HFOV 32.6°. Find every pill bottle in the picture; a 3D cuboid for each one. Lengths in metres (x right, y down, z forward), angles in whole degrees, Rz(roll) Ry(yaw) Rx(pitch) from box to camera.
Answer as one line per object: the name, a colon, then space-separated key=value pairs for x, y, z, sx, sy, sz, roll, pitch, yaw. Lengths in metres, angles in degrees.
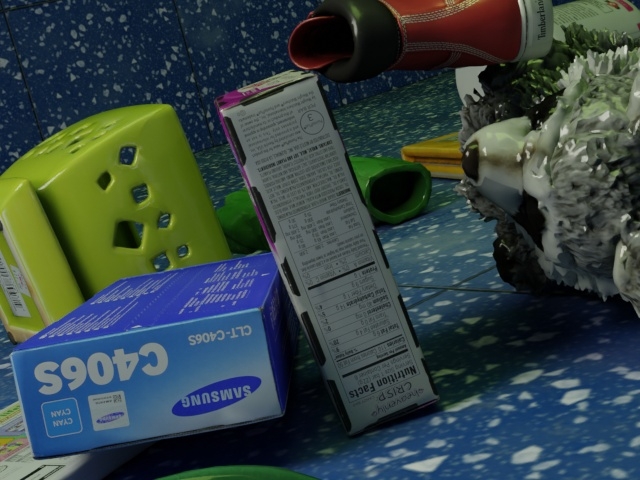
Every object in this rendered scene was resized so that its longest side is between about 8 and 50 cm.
pill bottle: x=0.349 y=-0.268 z=1.643 sx=0.283 sy=0.160 sz=0.160 roll=-19 pitch=11 yaw=-33

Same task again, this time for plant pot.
plant pot: x=-0.251 y=-0.001 z=1.177 sx=0.207 sy=0.228 sz=0.227 roll=-30 pitch=18 yaw=-31

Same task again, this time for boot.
boot: x=0.051 y=-0.167 z=0.853 sx=0.176 sy=0.088 sz=0.244 roll=-10 pitch=12 yaw=-10

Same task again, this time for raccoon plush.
raccoon plush: x=0.306 y=-0.081 z=0.828 sx=0.446 sy=0.216 sz=0.299 roll=-17 pitch=11 yaw=-12

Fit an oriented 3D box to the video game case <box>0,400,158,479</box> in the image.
video game case: x=-0.218 y=0.160 z=0.823 sx=0.193 sy=0.023 sz=0.212 roll=-7 pitch=14 yaw=36

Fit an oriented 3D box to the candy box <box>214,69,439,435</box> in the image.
candy box: x=0.000 y=0.000 z=0.773 sx=0.071 sy=0.233 sz=0.159 roll=-21 pitch=12 yaw=-3

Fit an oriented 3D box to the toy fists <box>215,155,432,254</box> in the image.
toy fists: x=0.001 y=-0.044 z=1.392 sx=0.279 sy=0.096 sz=0.142 roll=-18 pitch=21 yaw=-27

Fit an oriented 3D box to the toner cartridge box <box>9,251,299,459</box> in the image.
toner cartridge box: x=-0.106 y=0.073 z=0.849 sx=0.165 sy=0.075 sz=0.348 roll=-11 pitch=5 yaw=2

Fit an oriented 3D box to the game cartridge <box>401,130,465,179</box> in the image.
game cartridge: x=0.322 y=-0.158 z=1.649 sx=0.323 sy=0.053 sz=0.285 roll=-19 pitch=12 yaw=-18

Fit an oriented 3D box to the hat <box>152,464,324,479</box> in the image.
hat: x=-0.036 y=0.194 z=0.396 sx=0.173 sy=0.183 sz=0.208 roll=10 pitch=48 yaw=-4
